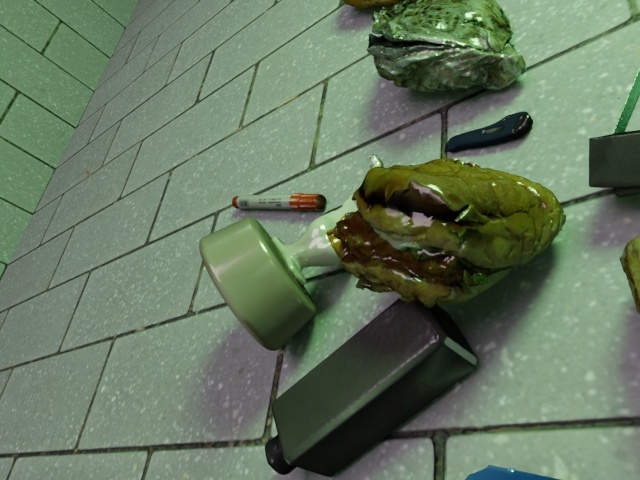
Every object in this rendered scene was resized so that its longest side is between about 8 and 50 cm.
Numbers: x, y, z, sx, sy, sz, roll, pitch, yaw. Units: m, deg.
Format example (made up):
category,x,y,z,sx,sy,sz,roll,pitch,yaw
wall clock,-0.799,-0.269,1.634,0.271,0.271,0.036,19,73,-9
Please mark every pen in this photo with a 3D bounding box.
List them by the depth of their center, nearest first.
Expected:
category,x,y,z,sx,sy,sz,roll,pitch,yaw
pen,-0.076,-0.065,0.910,0.239,0.028,0.028,4,65,49

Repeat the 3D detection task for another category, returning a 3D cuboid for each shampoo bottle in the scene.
category,x,y,z,sx,sy,sz,roll,pitch,yaw
shampoo bottle,0.039,0.162,0.565,0.246,0.080,0.079,-42,37,15

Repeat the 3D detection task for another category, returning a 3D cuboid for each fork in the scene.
category,x,y,z,sx,sy,sz,roll,pitch,yaw
fork,0.352,-0.210,0.570,0.039,0.021,0.235,11,70,54

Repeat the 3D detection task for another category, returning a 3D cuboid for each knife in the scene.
category,x,y,z,sx,sy,sz,roll,pitch,yaw
knife,0.203,-0.132,0.671,0.121,0.018,0.031,-7,64,45

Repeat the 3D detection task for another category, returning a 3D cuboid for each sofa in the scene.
category,x,y,z,sx,sy,sz,roll,pitch,yaw
sofa,0.322,-0.070,0.467,0.147,0.085,0.060,2,104,47

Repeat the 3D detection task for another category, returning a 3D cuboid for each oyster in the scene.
category,x,y,z,sx,sy,sz,roll,pitch,yaw
oyster,0.167,-0.281,0.770,0.198,0.112,0.268,-15,40,13

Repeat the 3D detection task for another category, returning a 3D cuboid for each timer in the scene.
category,x,y,z,sx,sy,sz,roll,pitch,yaw
timer,0.000,0.000,0.706,0.266,0.175,0.175,-33,39,0

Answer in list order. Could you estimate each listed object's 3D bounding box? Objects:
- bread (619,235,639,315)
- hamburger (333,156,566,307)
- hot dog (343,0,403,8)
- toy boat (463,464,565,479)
category,x,y,z,sx,sy,sz,roll,pitch,yaw
bread,0.311,0.031,0.360,0.196,0.102,0.138,-24,43,35
hamburger,0.123,-0.027,0.539,0.206,0.130,0.183,-27,33,-30
hot dog,0.125,-0.488,0.998,0.131,0.069,0.252,-51,39,-11
toy boat,0.229,0.230,0.315,0.295,0.088,0.129,0,61,35
